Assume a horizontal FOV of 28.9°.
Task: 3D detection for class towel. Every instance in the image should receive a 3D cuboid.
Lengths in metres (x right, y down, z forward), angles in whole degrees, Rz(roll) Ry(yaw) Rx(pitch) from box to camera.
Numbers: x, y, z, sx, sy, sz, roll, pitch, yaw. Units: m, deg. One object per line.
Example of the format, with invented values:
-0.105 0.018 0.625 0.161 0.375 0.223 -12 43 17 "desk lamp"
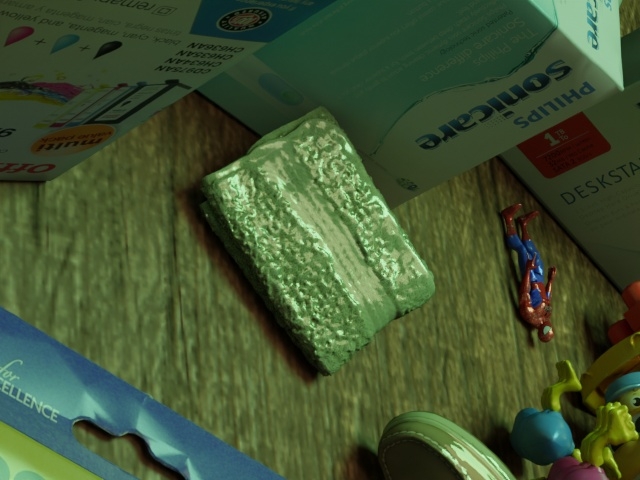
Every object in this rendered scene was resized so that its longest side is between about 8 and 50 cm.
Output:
0.000 0.000 0.777 0.110 0.027 0.148 -36 100 -22 "towel"

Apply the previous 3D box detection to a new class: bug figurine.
0.188 0.213 0.799 0.216 0.072 0.279 77 -9 -78 "bug figurine"

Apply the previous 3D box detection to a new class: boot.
0.071 0.220 0.723 0.165 0.077 0.213 -32 94 -50 "boot"

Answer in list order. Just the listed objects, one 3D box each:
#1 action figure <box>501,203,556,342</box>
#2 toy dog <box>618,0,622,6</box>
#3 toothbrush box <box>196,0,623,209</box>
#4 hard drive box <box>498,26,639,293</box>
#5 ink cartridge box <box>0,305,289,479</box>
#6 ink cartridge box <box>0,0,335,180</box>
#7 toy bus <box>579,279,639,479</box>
0.170 0.027 0.990 0.038 0.030 0.115 22 55 -46 "action figure"
0.202 -0.212 1.032 0.161 0.220 0.333 61 39 -23 "toy dog"
0.017 -0.168 0.780 0.295 0.216 0.126 34 46 -30 "toothbrush box"
0.295 -0.057 1.058 0.232 0.181 0.089 44 42 -20 "hard drive box"
-0.096 0.191 0.556 0.303 0.072 0.307 36 47 -28 "ink cartridge box"
-0.142 -0.145 0.570 0.171 0.233 0.168 -1 71 -49 "ink cartridge box"
0.280 0.129 0.973 0.220 0.149 0.211 -1 55 -46 "toy bus"
